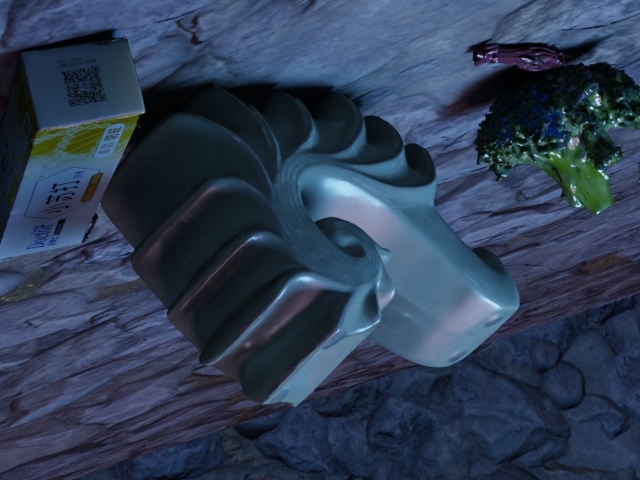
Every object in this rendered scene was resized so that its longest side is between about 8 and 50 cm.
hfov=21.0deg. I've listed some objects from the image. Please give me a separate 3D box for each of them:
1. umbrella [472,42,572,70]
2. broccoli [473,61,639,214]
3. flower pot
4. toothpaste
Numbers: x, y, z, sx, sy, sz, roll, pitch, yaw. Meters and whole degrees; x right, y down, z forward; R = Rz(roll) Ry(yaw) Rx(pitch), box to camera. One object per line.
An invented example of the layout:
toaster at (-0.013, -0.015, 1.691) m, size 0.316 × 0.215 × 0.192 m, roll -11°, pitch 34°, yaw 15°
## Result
umbrella at (0.196, -0.174, 1.646) m, size 0.027 × 0.025 × 0.165 m, roll 7°, pitch -173°, yaw 40°
broccoli at (0.245, -0.101, 1.737) m, size 0.167 × 0.160 × 0.154 m, roll -27°, pitch -162°, yaw -12°
flower pot at (0.000, 0.000, 1.501) m, size 0.367 × 0.254 × 0.164 m, roll -7°, pitch 146°, yaw -53°
toothpaste at (-0.209, -0.065, 1.354) m, size 0.089 × 0.071 × 0.313 m, roll -12°, pitch 166°, yaw -20°
